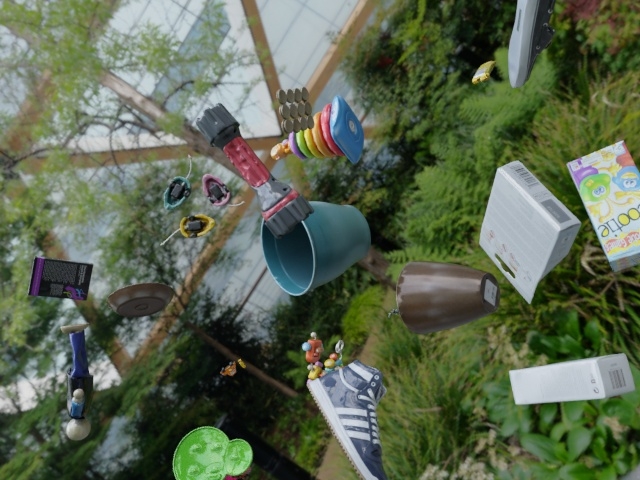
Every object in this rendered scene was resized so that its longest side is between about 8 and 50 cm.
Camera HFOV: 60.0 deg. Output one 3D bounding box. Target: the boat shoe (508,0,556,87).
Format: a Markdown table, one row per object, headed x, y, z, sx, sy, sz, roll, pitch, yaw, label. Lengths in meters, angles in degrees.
| x | y | z | sx | sy | sz | roll | pitch | yaw | label |
| --- | --- | --- | --- | --- | --- | --- | --- | --- | --- |
| 0.409 | -0.398 | 1.050 | 0.080 | 0.076 | 0.228 | -87 | -7 | -51 | boat shoe |

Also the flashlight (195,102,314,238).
| x | y | z | sx | sy | sz | roll | pitch | yaw | label |
| --- | --- | --- | --- | --- | --- | --- | --- | --- | --- |
| -0.143 | -0.149 | 1.165 | 0.103 | 0.304 | 0.103 | -36 | 3 | 40 | flashlight |

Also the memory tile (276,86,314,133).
| x | y | z | sx | sy | sz | roll | pitch | yaw | label |
| --- | --- | --- | --- | --- | --- | --- | --- | --- | --- |
| -0.063 | -0.333 | 1.417 | 0.012 | 0.113 | 0.148 | -6 | 13 | 31 | memory tile |

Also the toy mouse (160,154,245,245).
| x | y | z | sx | sy | sz | roll | pitch | yaw | label |
| --- | --- | --- | --- | --- | --- | --- | --- | --- | --- |
| -0.213 | -0.078 | 0.969 | 0.161 | 0.143 | 0.031 | -14 | -7 | 6 | toy mouse |

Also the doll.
| x | y | z | sx | sy | sz | roll | pitch | yaw | label |
| --- | --- | --- | --- | --- | --- | --- | --- | --- | --- |
| -0.402 | 0.235 | 0.923 | 0.129 | 0.046 | 0.189 | 160 | 106 | -71 | doll |

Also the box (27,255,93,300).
| x | y | z | sx | sy | sz | roll | pitch | yaw | label |
| --- | --- | --- | --- | --- | --- | --- | --- | --- | --- |
| -0.766 | 0.113 | 1.638 | 0.029 | 0.162 | 0.116 | 25 | 103 | 62 | box |

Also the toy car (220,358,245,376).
| x | y | z | sx | sy | sz | roll | pitch | yaw | label |
| --- | --- | --- | --- | --- | --- | --- | --- | --- | --- |
| -0.276 | 0.411 | 1.755 | 0.060 | 0.040 | 0.122 | -37 | 4 | -28 | toy car |

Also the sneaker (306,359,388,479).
| x | y | z | sx | sy | sz | roll | pitch | yaw | label |
| --- | --- | --- | --- | --- | --- | --- | --- | --- | --- |
| 0.100 | 0.375 | 1.147 | 0.153 | 0.282 | 0.099 | -29 | -36 | -10 | sneaker |

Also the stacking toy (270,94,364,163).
| x | y | z | sx | sy | sz | roll | pitch | yaw | label |
| --- | --- | --- | --- | --- | --- | --- | --- | --- | --- |
| -0.032 | -0.311 | 1.712 | 0.302 | 0.166 | 0.175 | -12 | 54 | 29 | stacking toy |

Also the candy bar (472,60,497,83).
| x | y | z | sx | sy | sz | roll | pitch | yaw | label |
| --- | --- | --- | --- | --- | --- | --- | --- | --- | --- |
| 0.364 | -0.376 | 1.227 | 0.040 | 0.018 | 0.161 | -15 | 21 | 30 | candy bar |

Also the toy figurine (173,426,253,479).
| x | y | z | sx | sy | sz | roll | pitch | yaw | label |
| --- | --- | --- | --- | --- | --- | --- | --- | --- | --- |
| -0.206 | 0.487 | 1.202 | 0.159 | 0.173 | 0.130 | 68 | -163 | -56 | toy figurine |

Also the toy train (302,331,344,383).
| x | y | z | sx | sy | sz | roll | pitch | yaw | label |
| --- | --- | --- | --- | --- | --- | --- | --- | --- | --- |
| 0.019 | 0.285 | 1.314 | 0.166 | 0.046 | 0.125 | 16 | -98 | -53 | toy train |

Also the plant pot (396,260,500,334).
| x | y | z | sx | sy | sz | roll | pitch | yaw | label |
| --- | --- | --- | --- | --- | --- | --- | --- | --- | --- |
| 0.367 | 0.151 | 1.536 | 0.230 | 0.215 | 0.215 | -10 | 36 | 44 | plant pot |

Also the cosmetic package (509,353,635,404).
| x | y | z | sx | sy | sz | roll | pitch | yaw | label |
| --- | --- | --- | --- | --- | --- | --- | --- | --- | --- |
| 0.549 | 0.309 | 1.227 | 0.231 | 0.117 | 0.085 | -28 | 66 | 54 | cosmetic package |

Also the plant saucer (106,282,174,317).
| x | y | z | sx | sy | sz | roll | pitch | yaw | label |
| --- | --- | --- | --- | --- | --- | --- | --- | --- | --- |
| -0.540 | 0.188 | 1.674 | 0.199 | 0.036 | 0.198 | -14 | -26 | -7 | plant saucer |

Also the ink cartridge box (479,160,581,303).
| x | y | z | sx | sy | sz | roll | pitch | yaw | label |
| --- | --- | --- | --- | --- | --- | --- | --- | --- | --- |
| 0.669 | -0.020 | 1.822 | 0.091 | 0.308 | 0.385 | -21 | -39 | -12 | ink cartridge box |

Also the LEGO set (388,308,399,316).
| x | y | z | sx | sy | sz | roll | pitch | yaw | label |
| --- | --- | --- | --- | --- | --- | --- | --- | --- | --- |
| 0.237 | 0.205 | 1.639 | 0.083 | 0.023 | 0.054 | -18 | 0 | -32 | LEGO set |

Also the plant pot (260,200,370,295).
| x | y | z | sx | sy | sz | roll | pitch | yaw | label |
| --- | --- | --- | --- | --- | --- | --- | --- | --- | --- |
| 0.000 | 0.000 | 1.661 | 0.255 | 0.271 | 0.271 | -16 | -26 | -35 | plant pot |

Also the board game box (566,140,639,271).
| x | y | z | sx | sy | sz | roll | pitch | yaw | label |
| --- | --- | --- | --- | --- | --- | --- | --- | --- | --- |
| 0.748 | -0.082 | 1.390 | 0.142 | 0.275 | 0.144 | -23 | -24 | 24 | board game box |
